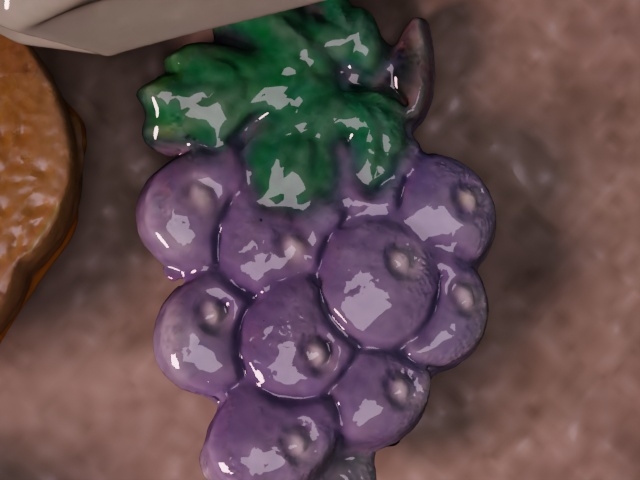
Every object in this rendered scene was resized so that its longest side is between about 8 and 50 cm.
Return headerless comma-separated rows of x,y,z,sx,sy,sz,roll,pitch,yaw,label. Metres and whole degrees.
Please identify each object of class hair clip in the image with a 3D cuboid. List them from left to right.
-0.001,0.000,0.551,0.124,0.052,0.195,-6,83,-13,hair clip

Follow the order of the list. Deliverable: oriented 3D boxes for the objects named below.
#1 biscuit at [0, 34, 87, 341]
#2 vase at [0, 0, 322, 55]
-0.167,-0.015,0.528,0.170,0.050,0.170,1,76,-6,biscuit
0.052,-0.156,0.496,0.360,0.165,0.165,-8,92,-7,vase
